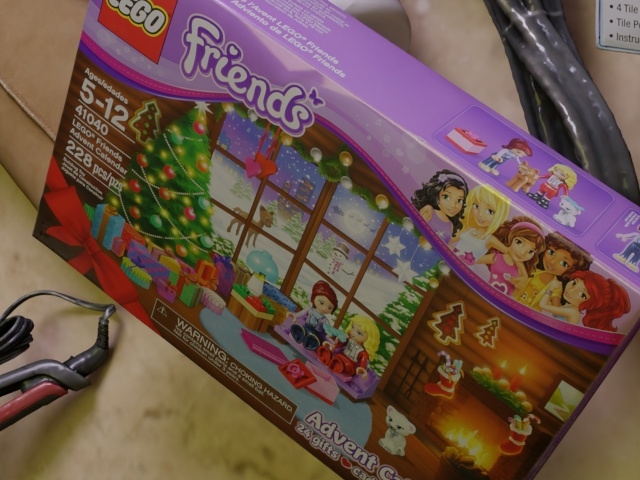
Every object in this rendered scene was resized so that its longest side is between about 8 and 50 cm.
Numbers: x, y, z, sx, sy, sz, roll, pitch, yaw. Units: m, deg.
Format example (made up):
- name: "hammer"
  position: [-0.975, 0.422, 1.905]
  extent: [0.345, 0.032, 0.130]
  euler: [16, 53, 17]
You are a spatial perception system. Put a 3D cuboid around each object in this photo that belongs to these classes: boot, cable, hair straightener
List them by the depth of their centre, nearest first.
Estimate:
- name: "cable"
  position: [0.082, -0.125, 0.646]
  extent: [0.072, 0.139, 0.287]
  euler: [-7, 81, -13]
- name: "hair straightener"
  position: [-0.234, 0.091, 0.821]
  extent: [0.230, 0.047, 0.089]
  euler: [-31, 75, -4]
- name: "boot"
  position: [-0.224, -0.081, 0.862]
  extent: [0.269, 0.089, 0.236]
  euler: [44, 108, 28]

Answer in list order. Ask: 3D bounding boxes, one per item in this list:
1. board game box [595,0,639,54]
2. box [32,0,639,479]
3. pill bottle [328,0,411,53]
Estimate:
- name: "board game box"
  position: [0.260, -0.209, 0.483]
  extent: [0.319, 0.066, 0.318]
  euler: [15, 124, 33]
- name: "box"
  position: [0.000, 0.000, 0.630]
  extent: [0.293, 0.057, 0.201]
  euler: [36, 130, 14]
- name: "pill bottle"
  position: [-0.049, -0.171, 0.737]
  extent: [0.121, 0.121, 0.221]
  euler: [-39, 65, 23]
